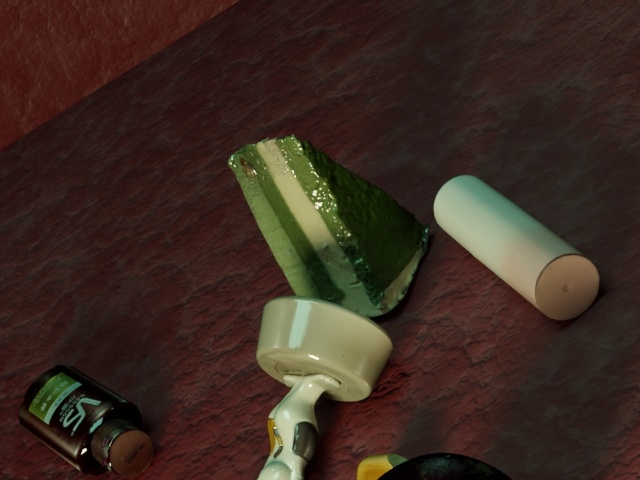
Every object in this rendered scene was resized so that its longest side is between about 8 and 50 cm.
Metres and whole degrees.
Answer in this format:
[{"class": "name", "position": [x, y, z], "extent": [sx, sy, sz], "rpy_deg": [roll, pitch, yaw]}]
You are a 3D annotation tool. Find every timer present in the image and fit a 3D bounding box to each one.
[{"class": "timer", "position": [-0.027, 0.224, 2.134], "extent": [0.175, 0.175, 0.266], "rpy_deg": [-6, 58, 48]}]

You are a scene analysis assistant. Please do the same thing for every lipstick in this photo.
[{"class": "lipstick", "position": [0.243, 0.004, 2.156], "extent": [0.087, 0.087, 0.327], "rpy_deg": [-41, 26, -2]}]

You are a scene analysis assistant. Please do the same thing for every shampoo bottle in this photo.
[{"class": "shampoo bottle", "position": [-0.346, 0.273, 2.507], "extent": [0.129, 0.084, 0.323], "rpy_deg": [-49, 28, -12]}]

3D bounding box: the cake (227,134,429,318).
[{"class": "cake", "position": [-0.003, -0.004, 2.297], "extent": [0.158, 0.283, 0.172], "rpy_deg": [-18, 50, 37]}]

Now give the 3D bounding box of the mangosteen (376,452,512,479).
[{"class": "mangosteen", "position": [0.133, 0.304, 1.752], "extent": [0.194, 0.194, 0.230], "rpy_deg": [-30, 2, 19]}]

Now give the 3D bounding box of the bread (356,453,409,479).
[{"class": "bread", "position": [0.092, 0.277, 1.966], "extent": [0.103, 0.049, 0.062], "rpy_deg": [-15, 70, 39]}]
